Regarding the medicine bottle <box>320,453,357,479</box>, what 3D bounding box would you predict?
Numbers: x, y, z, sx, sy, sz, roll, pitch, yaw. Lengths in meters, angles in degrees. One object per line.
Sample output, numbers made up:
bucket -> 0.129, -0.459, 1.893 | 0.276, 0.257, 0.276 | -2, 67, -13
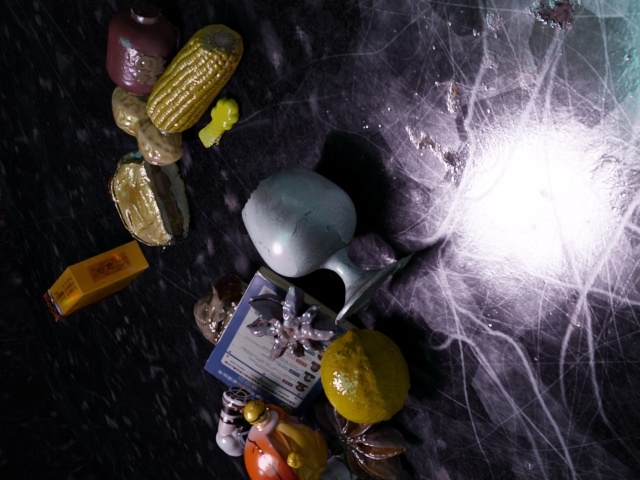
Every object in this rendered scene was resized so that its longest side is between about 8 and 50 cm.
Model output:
medicine bottle -> 0.012, 0.640, 1.885 | 0.086, 0.183, 0.086 | 28, 130, 38

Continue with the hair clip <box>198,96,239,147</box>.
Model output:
hair clip -> -0.252, -0.296, 1.773 | 0.072, 0.046, 0.173 | 58, 142, 3

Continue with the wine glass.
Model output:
wine glass -> 0.000, 0.000, 1.492 | 0.323, 0.238, 0.238 | 44, 140, 12

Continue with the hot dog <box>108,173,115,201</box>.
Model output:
hot dog -> -0.601, -0.159, 2.238 | 0.213, 0.103, 0.146 | -21, 91, 52

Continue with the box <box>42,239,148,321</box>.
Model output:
box -> -0.809, 0.150, 2.545 | 0.415, 0.264, 0.115 | -30, 88, 54

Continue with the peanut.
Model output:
peanut -> -0.471, -0.321, 1.944 | 0.305, 0.147, 0.147 | 48, 141, 21

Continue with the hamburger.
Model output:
hamburger -> -0.507, -0.120, 2.076 | 0.211, 0.132, 0.308 | -1, 116, 33

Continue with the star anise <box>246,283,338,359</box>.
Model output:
star anise -> -0.064, 0.191, 1.635 | 0.237, 0.093, 0.229 | 10, 126, 20

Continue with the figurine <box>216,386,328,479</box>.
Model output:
figurine -> -0.113, 0.525, 1.789 | 0.323, 0.196, 0.320 | 23, 155, 41

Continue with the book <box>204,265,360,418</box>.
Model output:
book -> -0.105, 0.281, 1.802 | 0.300, 0.039, 0.428 | 33, 130, 0

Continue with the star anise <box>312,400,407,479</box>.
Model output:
star anise -> 0.086, 0.463, 1.758 | 0.315, 0.108, 0.315 | 33, 135, 40

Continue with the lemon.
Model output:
lemon -> 0.098, 0.299, 1.571 | 0.192, 0.192, 0.231 | -4, 111, 52

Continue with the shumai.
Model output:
shumai -> -0.233, 0.207, 1.907 | 0.218, 0.184, 0.185 | 54, 171, 9

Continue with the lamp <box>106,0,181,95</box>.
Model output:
lamp -> -0.452, -0.480, 1.819 | 0.180, 0.180, 0.258 | 48, 142, 22

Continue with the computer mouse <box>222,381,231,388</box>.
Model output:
computer mouse -> -0.227, 0.411, 2.129 | 0.264, 0.088, 0.147 | 8, 133, 48

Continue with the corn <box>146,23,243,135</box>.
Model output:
corn -> -0.310, -0.385, 1.718 | 0.387, 0.144, 0.143 | -38, 80, 51
